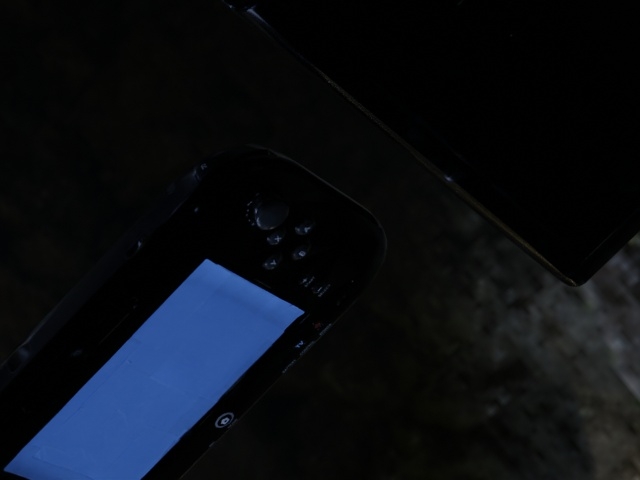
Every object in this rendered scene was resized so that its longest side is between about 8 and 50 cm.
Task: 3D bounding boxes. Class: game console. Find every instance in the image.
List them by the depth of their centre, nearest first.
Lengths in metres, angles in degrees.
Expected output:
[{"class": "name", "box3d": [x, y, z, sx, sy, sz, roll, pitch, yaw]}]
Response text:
[{"class": "game console", "box3d": [0.000, 0.000, 0.642, 0.213, 0.361, 0.044, 35, -166, -41]}]
